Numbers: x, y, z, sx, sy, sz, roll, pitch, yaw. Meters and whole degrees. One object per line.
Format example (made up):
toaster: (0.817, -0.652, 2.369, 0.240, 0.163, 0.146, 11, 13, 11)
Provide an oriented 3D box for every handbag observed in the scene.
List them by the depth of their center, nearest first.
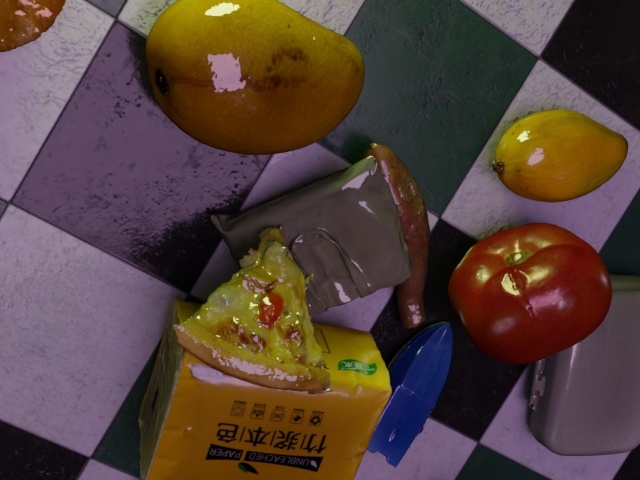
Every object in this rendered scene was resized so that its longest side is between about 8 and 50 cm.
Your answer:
handbag: (-0.002, 0.004, 1.859, 0.315, 0.109, 0.253, -21, 116, 13)

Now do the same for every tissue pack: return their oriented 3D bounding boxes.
tissue pack: (-0.106, 0.293, 1.851, 0.381, 0.228, 0.293, 10, 115, -20)

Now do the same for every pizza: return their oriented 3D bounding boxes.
pizza: (-0.097, 0.095, 1.710, 0.279, 0.075, 0.288, 14, 63, -18)

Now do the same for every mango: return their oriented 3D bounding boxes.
mango: (-0.101, -0.271, 1.716, 0.378, 0.221, 0.264, 4, 101, -28)
mango: (0.456, -0.161, 1.988, 0.316, 0.119, 0.177, -3, 104, -26)

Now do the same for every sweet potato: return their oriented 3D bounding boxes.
sweet potato: (0.153, -0.013, 1.938, 0.109, 0.109, 0.385, -23, 117, -10)

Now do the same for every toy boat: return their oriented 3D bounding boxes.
toy boat: (0.175, 0.285, 2.043, 0.129, 0.088, 0.295, 35, 82, -23)

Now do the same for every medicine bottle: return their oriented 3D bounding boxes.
medicine bottle: (0.569, 0.255, 2.135, 0.282, 0.123, 0.375, 1, 104, -20)

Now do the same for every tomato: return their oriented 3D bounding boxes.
tomato: (0.393, 0.103, 1.952, 0.298, 0.298, 0.226, -31, 116, -7)

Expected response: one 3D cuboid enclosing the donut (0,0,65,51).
donut: (-0.520, -0.435, 1.568, 0.302, 0.110, 0.303, -5, 119, -9)
